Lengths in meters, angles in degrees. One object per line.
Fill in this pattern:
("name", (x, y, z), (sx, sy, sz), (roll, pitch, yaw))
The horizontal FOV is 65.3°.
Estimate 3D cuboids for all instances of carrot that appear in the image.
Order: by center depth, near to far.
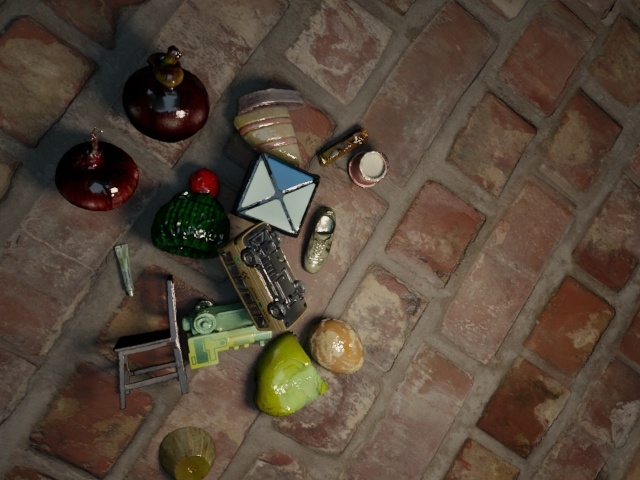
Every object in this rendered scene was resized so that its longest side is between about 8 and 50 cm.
("carrot", (0.090, -0.374, 2.005), (0.228, 0.069, 0.069), (-32, 99, -8))

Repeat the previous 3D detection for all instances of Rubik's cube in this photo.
("Rubik's cube", (-0.173, -0.168, 1.863), (0.250, 0.248, 0.247), (22, 87, -13))

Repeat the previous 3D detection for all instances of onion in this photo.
("onion", (-0.774, -0.242, 1.722), (0.273, 0.285, 0.273), (7, 55, -11))

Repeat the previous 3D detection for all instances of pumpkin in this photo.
("pumpkin", (-0.506, 0.839, 1.910), (0.217, 0.110, 0.218), (-2, 96, -17))

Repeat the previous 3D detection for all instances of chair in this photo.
("chair", (-0.629, 0.355, 1.812), (0.240, 0.203, 0.416), (-9, 93, -14))

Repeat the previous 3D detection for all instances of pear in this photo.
("pear", (-0.143, 0.546, 1.940), (0.281, 0.176, 0.286), (-32, 97, -7))

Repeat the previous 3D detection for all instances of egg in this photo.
("egg", (0.063, 0.419, 1.960), (0.203, 0.203, 0.245), (-45, 90, -7))

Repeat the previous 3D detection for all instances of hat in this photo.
("hat", (-0.463, -0.107, 1.843), (0.274, 0.242, 0.332), (18, 64, -26))

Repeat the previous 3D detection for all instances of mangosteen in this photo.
("mangosteen", (-0.538, -0.490, 1.748), (0.297, 0.293, 0.297), (3, 79, -13))

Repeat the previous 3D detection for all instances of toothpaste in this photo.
("toothpaste", (-0.727, 0.113, 1.867), (0.048, 0.029, 0.197), (-11, 92, -12))

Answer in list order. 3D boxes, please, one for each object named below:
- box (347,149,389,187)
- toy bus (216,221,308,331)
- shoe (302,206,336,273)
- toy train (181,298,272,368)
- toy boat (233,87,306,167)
("box", (0.196, -0.291, 1.996), (0.151, 0.135, 0.151), (0, 91, -12))
("toy bus", (-0.204, 0.132, 1.746), (0.177, 0.201, 0.365), (-41, 111, -50))
("shoe", (0.000, 0.000, 1.986), (0.103, 0.098, 0.275), (12, 91, -9))
("toy train", (-0.334, 0.334, 1.907), (0.368, 0.150, 0.237), (-9, 105, -14))
("toy boat", (-0.190, -0.447, 1.899), (0.276, 0.111, 0.294), (6, 79, -17))
